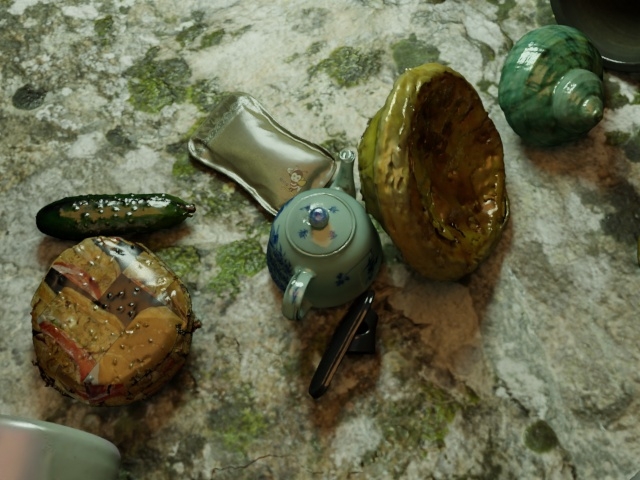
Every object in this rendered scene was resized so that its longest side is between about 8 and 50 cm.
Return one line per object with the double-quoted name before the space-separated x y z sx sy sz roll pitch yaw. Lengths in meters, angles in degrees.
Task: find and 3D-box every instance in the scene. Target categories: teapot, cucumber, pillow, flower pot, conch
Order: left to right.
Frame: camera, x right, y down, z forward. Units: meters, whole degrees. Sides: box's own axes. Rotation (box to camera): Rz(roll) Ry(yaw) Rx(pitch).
"cucumber" -0.289 -0.035 1.219 0.227 0.069 0.069 -4 65 -1
"pillow" -0.088 -0.124 1.256 0.217 0.033 0.130 38 81 19
"teapot" 0.000 0.000 1.128 0.159 0.159 0.232 16 69 12
"conch" 0.334 -0.220 1.218 0.176 0.122 0.188 -11 67 -15
"flower pot" 0.468 -0.376 1.246 0.148 0.235 0.235 -34 65 -33

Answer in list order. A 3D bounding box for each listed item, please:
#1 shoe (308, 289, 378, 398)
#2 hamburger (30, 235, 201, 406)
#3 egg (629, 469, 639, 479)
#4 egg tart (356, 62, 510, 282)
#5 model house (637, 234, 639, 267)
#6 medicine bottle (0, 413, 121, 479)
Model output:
"shoe" 0.040 0.141 1.112 0.053 0.062 0.159 34 71 -9
"hamburger" -0.277 0.110 1.129 0.231 0.107 0.231 1 66 -3
"egg" 0.442 0.304 0.934 0.232 0.176 0.176 -4 64 15
"egg tart" 0.140 -0.084 1.128 0.115 0.290 0.290 -9 58 42
"model house" 0.496 -0.031 1.068 0.184 0.253 0.291 -9 47 -14
"medicine bottle" -0.360 0.399 0.935 0.219 0.219 0.388 4 65 7
